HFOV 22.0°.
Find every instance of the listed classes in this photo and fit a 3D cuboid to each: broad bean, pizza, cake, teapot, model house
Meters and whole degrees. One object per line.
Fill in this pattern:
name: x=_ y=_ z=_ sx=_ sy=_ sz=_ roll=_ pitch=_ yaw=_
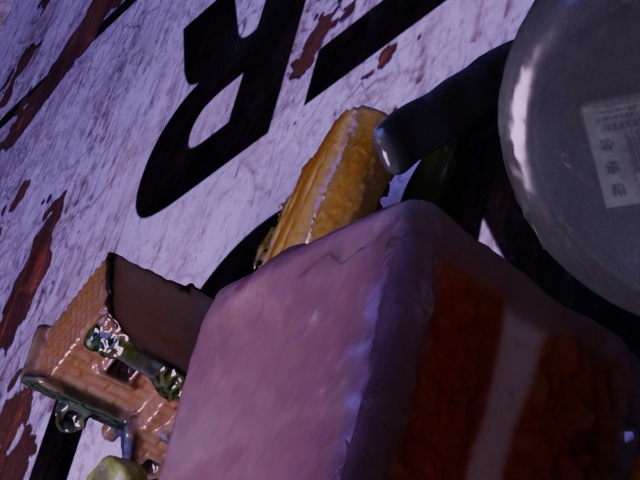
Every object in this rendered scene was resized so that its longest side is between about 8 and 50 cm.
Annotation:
broad bean: x=0.056 y=0.028 z=1.362 sx=0.297 sy=0.043 sz=0.060 roll=-64 pitch=6 yaw=-13
pizza: x=0.000 y=0.000 z=1.423 sx=0.229 sy=0.081 sz=0.289 roll=-90 pitch=23 yaw=-69
cake: x=0.034 y=0.170 z=0.990 sx=0.230 sy=0.237 sz=0.309 roll=-24 pitch=42 yaw=54
teapot: x=0.212 y=-0.081 z=0.930 sx=0.305 sy=0.223 sz=0.285 roll=-41 pitch=5 yaw=34
model house: x=-0.171 y=0.134 z=1.510 sx=0.172 sy=0.183 sz=0.166 roll=-47 pitch=25 yaw=21

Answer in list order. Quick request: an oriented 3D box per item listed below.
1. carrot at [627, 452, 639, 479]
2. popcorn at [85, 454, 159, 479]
carrot: x=0.207 y=0.124 z=0.944 sx=0.061 sy=0.061 sz=0.256 roll=-24 pitch=31 yaw=53
popcorn: x=-0.131 y=0.268 z=1.281 sx=0.167 sy=0.185 sz=0.187 roll=-68 pitch=18 yaw=-12
